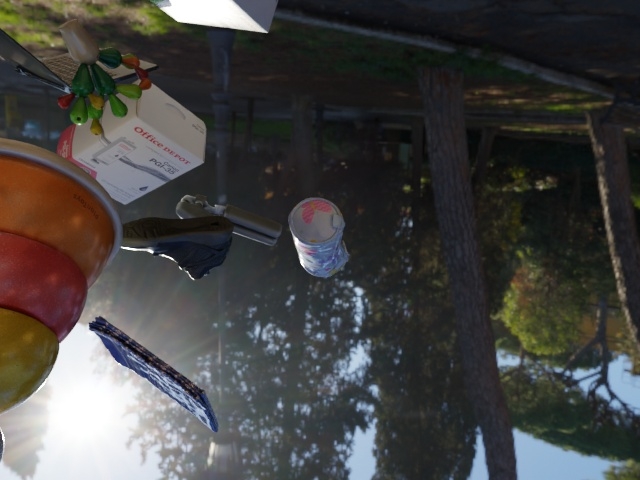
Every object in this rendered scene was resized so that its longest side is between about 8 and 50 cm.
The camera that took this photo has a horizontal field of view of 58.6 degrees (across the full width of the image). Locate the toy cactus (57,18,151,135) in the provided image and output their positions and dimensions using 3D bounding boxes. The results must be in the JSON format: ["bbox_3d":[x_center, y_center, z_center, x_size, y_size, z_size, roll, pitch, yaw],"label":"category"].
[{"bbox_3d":[-0.404,-0.303,1.022,0.112,0.181,0.219,5,-134,31],"label":"toy cactus"}]

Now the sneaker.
[{"bbox_3d":[-0.290,0.020,1.135,0.227,0.130,0.087,-3,-145,-19],"label":"sneaker"}]

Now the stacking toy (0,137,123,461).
[{"bbox_3d":[-0.483,0.122,0.801,0.350,0.351,0.480,0,-129,-9],"label":"stacking toy"}]

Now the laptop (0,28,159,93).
[{"bbox_3d":[-0.737,-0.555,1.551,0.381,0.237,0.407,26,-136,36],"label":"laptop"}]

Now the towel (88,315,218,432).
[{"bbox_3d":[-0.388,0.320,1.338,0.335,0.243,0.040,29,-121,19],"label":"towel"}]

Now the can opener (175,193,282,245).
[{"bbox_3d":[-0.241,-0.046,1.500,0.280,0.093,0.074,17,140,-15],"label":"can opener"}]

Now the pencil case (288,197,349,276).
[{"bbox_3d":[0.000,0.000,1.332,0.124,0.114,0.273,18,163,12],"label":"pencil case"}]

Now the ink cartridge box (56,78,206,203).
[{"bbox_3d":[-0.438,-0.220,1.331,0.282,0.117,0.207,-22,146,28],"label":"ink cartridge box"}]

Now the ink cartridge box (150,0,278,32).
[{"bbox_3d":[-0.271,-0.603,1.347,0.289,0.122,0.211,16,-179,24],"label":"ink cartridge box"}]
